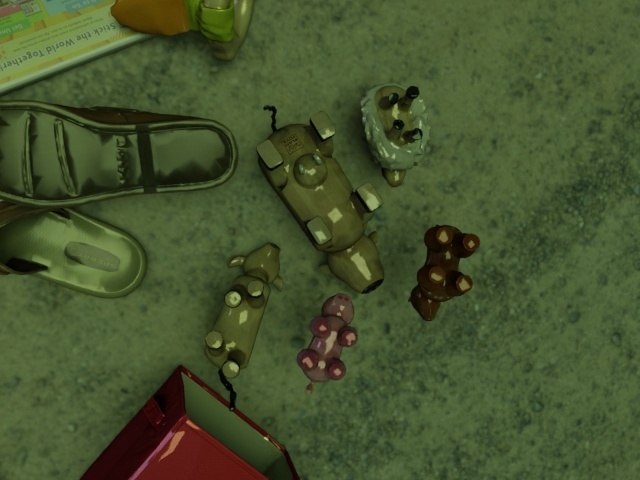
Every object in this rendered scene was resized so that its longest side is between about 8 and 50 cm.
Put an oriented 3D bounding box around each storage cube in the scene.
[{"bbox_3d":[-0.152,0.292,0.694,0.215,0.184,0.193,42,84,-15],"label":"storage cube"}]

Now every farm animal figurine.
[{"bbox_3d":[0.000,0.000,0.735,0.331,0.172,0.326,-15,85,-6],"label":"farm animal figurine"}]

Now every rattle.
[{"bbox_3d":[-0.133,-0.320,0.717,0.143,0.130,0.199,8,78,21],"label":"rattle"}]

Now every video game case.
[{"bbox_3d":[-0.321,-0.296,0.690,0.227,0.026,0.206,-26,100,-13],"label":"video game case"}]

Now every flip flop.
[{"bbox_3d":[-0.332,0.000,0.678,0.277,0.080,0.112,20,88,-16],"label":"flip flop"}]

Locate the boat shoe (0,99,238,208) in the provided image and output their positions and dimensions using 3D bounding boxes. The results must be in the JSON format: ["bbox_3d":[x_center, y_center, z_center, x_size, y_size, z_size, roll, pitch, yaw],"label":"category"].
[{"bbox_3d":[-0.251,-0.095,0.685,0.308,0.104,0.110,3,102,-17],"label":"boat shoe"}]
